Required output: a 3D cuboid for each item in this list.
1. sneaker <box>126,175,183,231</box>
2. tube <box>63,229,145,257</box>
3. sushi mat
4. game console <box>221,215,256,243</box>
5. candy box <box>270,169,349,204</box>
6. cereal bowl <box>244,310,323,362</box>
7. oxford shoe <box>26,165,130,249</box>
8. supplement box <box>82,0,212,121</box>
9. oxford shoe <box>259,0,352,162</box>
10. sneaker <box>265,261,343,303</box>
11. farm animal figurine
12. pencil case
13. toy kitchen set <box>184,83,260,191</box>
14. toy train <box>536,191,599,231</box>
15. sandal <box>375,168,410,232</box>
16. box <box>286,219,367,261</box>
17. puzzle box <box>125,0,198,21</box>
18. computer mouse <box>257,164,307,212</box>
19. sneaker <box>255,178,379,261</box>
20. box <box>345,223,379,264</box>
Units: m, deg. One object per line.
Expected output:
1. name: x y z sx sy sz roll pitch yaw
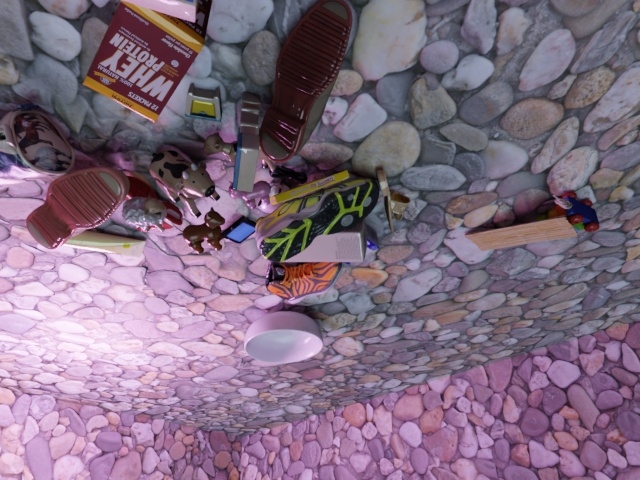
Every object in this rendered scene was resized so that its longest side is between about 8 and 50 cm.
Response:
1. sneaker: -0.513 -0.084 1.148 0.128 0.087 0.221 -24 137 20
2. tube: -0.680 0.007 1.266 0.240 0.062 0.070 13 179 -29
3. sushi mat: 0.664 -0.019 1.353 0.317 0.019 0.151 -13 147 41
4. game console: -0.265 -0.016 1.280 0.122 0.107 0.071 -34 106 30
5. candy box: -0.033 -0.141 1.087 0.206 0.027 0.105 -21 -175 -12
6. cereal bowl: -0.159 0.403 1.763 0.339 0.141 0.339 -4 142 -3
7. oxford shoe: -0.610 -0.106 1.053 0.397 0.146 0.140 -19 112 30
8. supplement box: -0.305 -0.364 0.731 0.129 0.194 0.191 25 132 -34
9. oxford shoe: -0.029 -0.342 0.885 0.123 0.130 0.348 34 120 4
10. sneaker: -0.077 0.126 1.437 0.180 0.124 0.321 27 131 -36
11. farm animal figurine: -0.290 -0.154 0.990 0.327 0.330 0.172 14 150 21
12. pencil case: -0.798 -0.185 0.916 0.410 0.159 0.183 -11 167 7
13. toy kitchen set: -0.224 -0.230 0.901 0.166 0.207 0.122 5 140 -13
14. toy train: 0.764 -0.084 1.313 0.248 0.105 0.143 16 150 -25
15. sandal: 0.227 -0.117 1.204 0.079 0.088 0.240 -16 134 8
16. box: 0.000 0.000 1.244 0.275 0.094 0.113 1 122 15
17. puzzle box: -0.351 -0.490 0.531 0.409 0.272 0.052 9 180 -18
18. computer mouse: -0.123 -0.134 1.169 0.106 0.042 0.193 13 138 -24
19. sneaker: -0.014 -0.090 1.145 0.385 0.147 0.145 -25 136 -10
20. box: 0.102 0.002 1.346 0.137 0.072 0.126 -31 135 29
